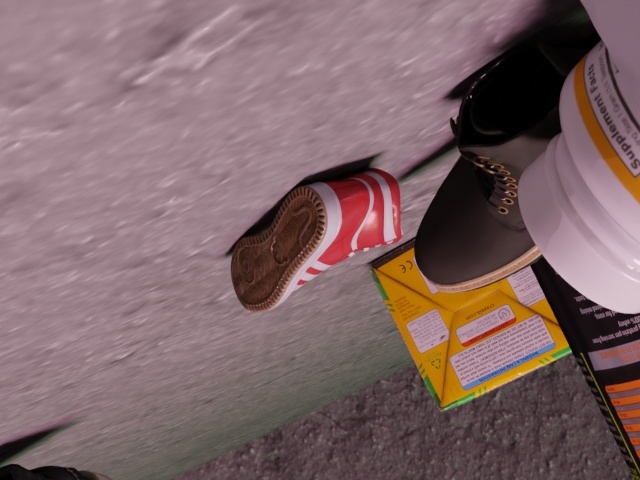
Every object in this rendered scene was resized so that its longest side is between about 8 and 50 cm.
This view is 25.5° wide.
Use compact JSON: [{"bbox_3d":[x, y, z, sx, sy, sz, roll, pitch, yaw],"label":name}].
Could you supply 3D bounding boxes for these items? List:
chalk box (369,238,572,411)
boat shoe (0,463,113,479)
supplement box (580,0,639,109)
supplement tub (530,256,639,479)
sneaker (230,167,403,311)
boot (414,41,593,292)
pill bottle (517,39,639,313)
[{"bbox_3d":[0.151,0.046,1.165,0.132,0.132,0.213,-29,171,19],"label":"chalk box"},{"bbox_3d":[-0.315,0.263,1.141,0.340,0.127,0.113,-24,145,31],"label":"boat shoe"},{"bbox_3d":[0.188,-0.117,0.397,0.220,0.114,0.111,-23,170,-16],"label":"supplement box"},{"bbox_3d":[0.256,0.057,0.871,0.193,0.316,0.193,-26,-179,0],"label":"supplement tub"},{"bbox_3d":[0.000,0.000,0.746,0.067,0.042,0.118,-17,165,-33],"label":"sneaker"},{"bbox_3d":[0.086,-0.039,0.718,0.137,0.077,0.198,-9,147,-50],"label":"boot"},{"bbox_3d":[0.178,-0.063,0.561,0.117,0.117,0.215,-17,157,-49],"label":"pill bottle"}]
